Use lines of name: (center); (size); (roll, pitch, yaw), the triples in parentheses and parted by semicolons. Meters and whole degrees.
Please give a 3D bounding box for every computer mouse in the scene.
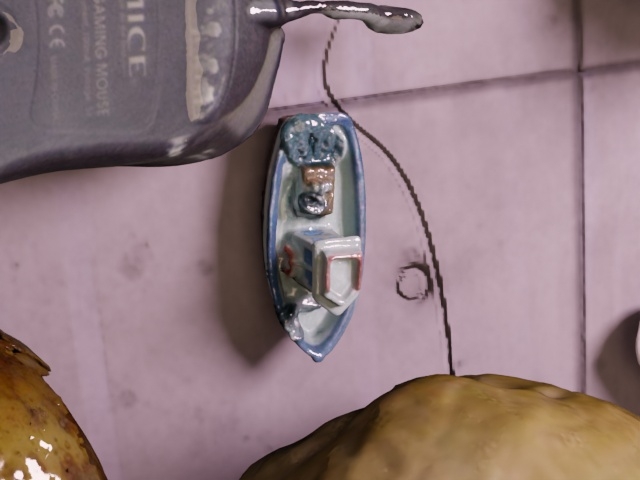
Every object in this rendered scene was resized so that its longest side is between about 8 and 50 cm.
computer mouse: (-0.126, -0.105, 0.749); (0.379, 0.090, 0.167); (-4, 106, -25)

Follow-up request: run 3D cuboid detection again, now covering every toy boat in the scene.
toy boat: (0.000, 0.000, 0.835); (0.059, 0.066, 0.140); (-5, 108, -22)

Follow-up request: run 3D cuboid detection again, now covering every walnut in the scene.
walnut: (0.071, 0.208, 0.808); (0.277, 0.253, 0.282); (10, 95, -57)

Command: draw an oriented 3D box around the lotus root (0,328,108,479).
lotus root: (-0.173, 0.203, 0.758); (0.179, 0.196, 0.398); (-19, 108, -28)

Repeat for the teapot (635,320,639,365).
teapot: (0.342, 0.122, 0.957); (0.299, 0.165, 0.208); (41, 48, -32)
